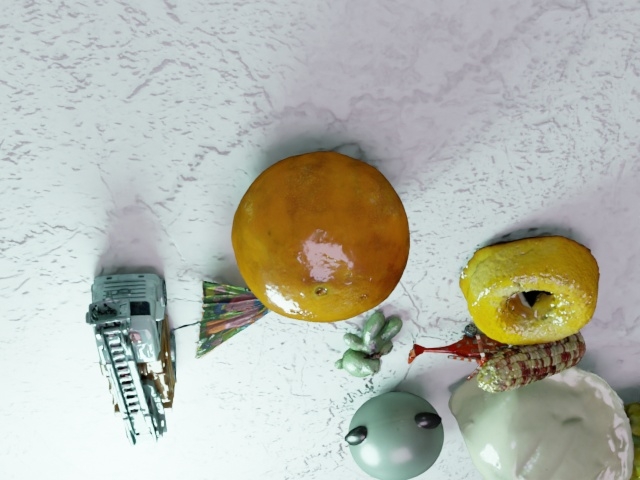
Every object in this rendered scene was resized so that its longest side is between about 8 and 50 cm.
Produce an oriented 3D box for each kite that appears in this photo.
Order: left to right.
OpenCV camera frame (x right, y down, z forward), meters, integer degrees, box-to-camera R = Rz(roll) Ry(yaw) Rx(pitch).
[{"bbox_3d":[-0.158,0.133,1.630,0.234,0.016,0.321,-16,155,-19],"label":"kite"}]

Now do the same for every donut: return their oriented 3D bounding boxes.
[{"bbox_3d":[0.378,0.091,1.633,0.253,0.118,0.253,6,140,5],"label":"donut"}]

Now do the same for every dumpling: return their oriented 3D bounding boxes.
[{"bbox_3d":[0.468,0.401,1.826,0.315,0.233,0.395,-41,91,20],"label":"dumpling"}]

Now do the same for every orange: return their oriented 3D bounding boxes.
[{"bbox_3d":[0.000,0.000,1.424,0.284,0.226,0.284,0,128,0],"label":"orange"}]

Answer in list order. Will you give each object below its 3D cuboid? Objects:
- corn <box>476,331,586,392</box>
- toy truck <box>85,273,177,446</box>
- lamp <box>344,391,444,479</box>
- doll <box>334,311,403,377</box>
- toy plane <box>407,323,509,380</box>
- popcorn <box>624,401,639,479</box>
[{"bbox_3d":[0.399,0.225,1.712,0.253,0.086,0.086,-13,139,-32],"label":"corn"},{"bbox_3d":[-0.329,0.202,1.594,0.133,0.184,0.338,-4,133,-5],"label":"toy truck"},{"bbox_3d":[0.158,0.407,1.857,0.197,0.198,0.244,-14,155,6],"label":"lamp"},{"bbox_3d":[0.096,0.204,1.728,0.115,0.077,0.150,12,119,-31],"label":"doll"},{"bbox_3d":[0.267,0.216,1.753,0.194,0.077,0.126,-15,131,9],"label":"toy plane"},{"bbox_3d":[0.733,0.460,1.915,0.247,0.282,0.282,-37,126,22],"label":"popcorn"}]
